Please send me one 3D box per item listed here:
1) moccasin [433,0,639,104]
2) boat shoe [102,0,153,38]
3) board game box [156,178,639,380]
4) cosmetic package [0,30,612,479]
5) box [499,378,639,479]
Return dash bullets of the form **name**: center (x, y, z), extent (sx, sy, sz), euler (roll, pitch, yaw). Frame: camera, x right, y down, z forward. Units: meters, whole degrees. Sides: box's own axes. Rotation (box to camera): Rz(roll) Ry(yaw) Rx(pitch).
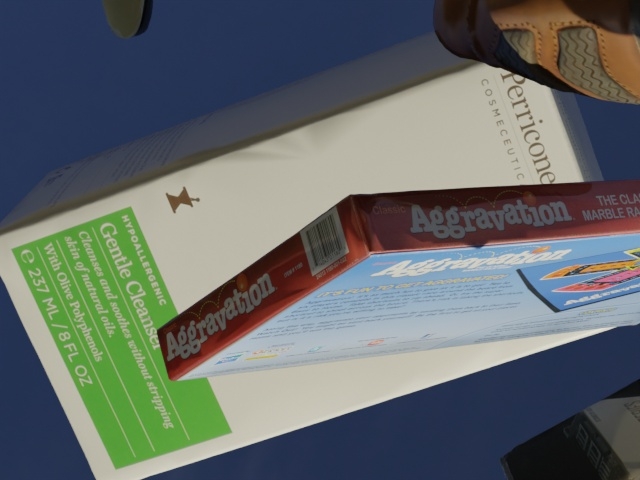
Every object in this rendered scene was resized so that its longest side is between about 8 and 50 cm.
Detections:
- **moccasin**: center (0.161, -0.233, 0.726), extent (0.147, 0.139, 0.380), euler (16, -101, 39)
- **boat shoe**: center (-0.124, -0.204, 1.166), extent (0.049, 0.042, 0.133), euler (0, -89, 42)
- **board game box**: center (0.085, 0.013, 0.733), extent (0.145, 0.281, 0.027), euler (-33, -112, 48)
- **cosmetic package**: center (0.000, 0.000, 1.110), extent (0.366, 0.155, 0.197), euler (-20, -75, 15)
- **box**: center (0.219, 0.066, 0.472), extent (0.307, 0.076, 0.242), euler (-30, -161, 6)
